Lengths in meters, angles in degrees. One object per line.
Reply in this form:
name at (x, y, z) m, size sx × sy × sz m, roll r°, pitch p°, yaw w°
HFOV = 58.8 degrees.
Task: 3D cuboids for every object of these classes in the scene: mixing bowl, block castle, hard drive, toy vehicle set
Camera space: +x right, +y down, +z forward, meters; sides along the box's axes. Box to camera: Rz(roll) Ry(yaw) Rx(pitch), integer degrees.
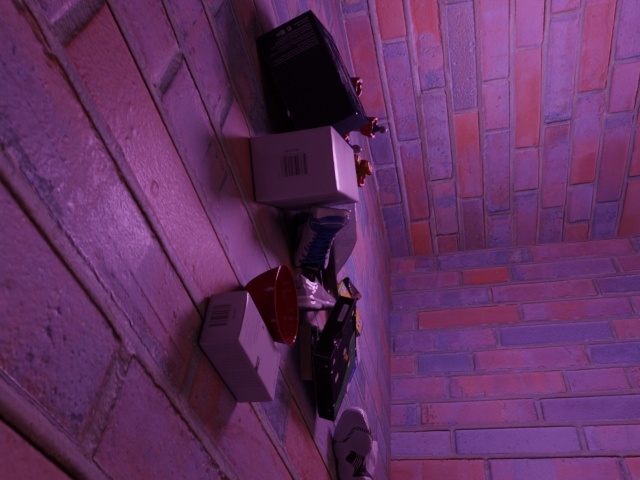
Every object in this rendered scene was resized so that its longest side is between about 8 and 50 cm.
mixing bowl at (-0.119, 0.146, 1.271) m, size 0.181 × 0.098 × 0.181 m, roll -5°, pitch 90°, yaw -78°
block castle at (0.107, -0.387, 2.114) m, size 0.453 × 0.213 × 0.302 m, roll 34°, pitch 68°, yaw -74°
hard drive at (0.048, 0.364, 1.739) m, size 0.338 × 0.064 × 0.236 m, roll 85°, pitch 24°, yaw -43°
toy vehicle set at (-0.014, 0.358, 1.793) m, size 0.267 × 0.035 × 0.165 m, roll 46°, pitch 40°, yaw -70°

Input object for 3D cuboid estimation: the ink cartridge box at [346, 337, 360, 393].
ink cartridge box at (0.093, 0.436, 2.177) m, size 0.371 × 0.069 × 0.175 m, roll -37°, pitch 120°, yaw -78°

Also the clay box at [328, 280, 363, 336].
clay box at (0.091, 0.251, 2.162) m, size 0.221 × 0.053 × 0.127 m, roll 64°, pitch 15°, yaw -9°

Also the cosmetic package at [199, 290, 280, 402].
cosmetic package at (-0.152, 0.216, 1.123) m, size 0.231 × 0.086 × 0.117 m, roll 69°, pitch 19°, yaw -45°

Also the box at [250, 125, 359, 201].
box at (-0.031, -0.185, 1.557) m, size 0.345 × 0.215 × 0.168 m, roll 6°, pitch 78°, yaw -78°

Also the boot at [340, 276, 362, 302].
boot at (0.102, 0.223, 2.362) m, size 0.106 × 0.082 × 0.219 m, roll 62°, pitch 18°, yaw 0°

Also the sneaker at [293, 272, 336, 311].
sneaker at (-0.016, 0.155, 1.718) m, size 0.281 × 0.105 × 0.115 m, roll 31°, pitch 55°, yaw -74°

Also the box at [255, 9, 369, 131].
box at (-0.008, -0.470, 1.709) m, size 0.312 × 0.179 × 0.343 m, roll 67°, pitch 13°, yaw -3°

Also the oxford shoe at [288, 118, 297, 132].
oxford shoe at (-0.075, -0.326, 1.822) m, size 0.212 × 0.076 × 0.076 m, roll -89°, pitch -163°, yaw -44°

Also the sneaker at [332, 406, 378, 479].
sneaker at (0.130, 0.741, 2.054) m, size 0.210 × 0.138 × 0.365 m, roll -49°, pitch 137°, yaw -74°

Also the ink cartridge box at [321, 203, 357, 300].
ink cartridge box at (0.062, 0.037, 1.921) m, size 0.308 × 0.091 × 0.384 m, roll -160°, pitch -116°, yaw -81°

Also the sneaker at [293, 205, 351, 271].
sneaker at (0.000, 0.000, 1.670) m, size 0.315 × 0.128 × 0.182 m, roll 165°, pitch -71°, yaw -74°
